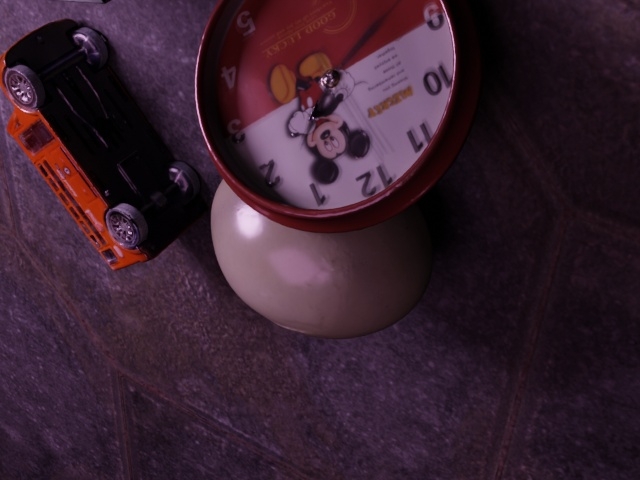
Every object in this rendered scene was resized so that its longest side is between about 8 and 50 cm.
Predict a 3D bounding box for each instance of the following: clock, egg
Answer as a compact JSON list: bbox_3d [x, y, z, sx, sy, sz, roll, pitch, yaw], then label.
[{"bbox_3d":[0.013,-0.165,1.053,0.318,0.080,0.319,-1,86,23],"label":"clock"},{"bbox_3d":[0.000,0.000,1.181,0.269,0.219,0.219,29,137,26],"label":"egg"}]

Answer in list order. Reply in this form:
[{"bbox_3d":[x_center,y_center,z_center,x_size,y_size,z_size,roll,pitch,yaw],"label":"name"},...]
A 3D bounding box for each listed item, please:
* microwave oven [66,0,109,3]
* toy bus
[{"bbox_3d":[-0.287,-0.428,1.104,0.237,0.181,0.295,11,129,31],"label":"microwave oven"},{"bbox_3d":[-0.310,-0.127,1.396,0.153,0.143,0.329,-20,109,47],"label":"toy bus"}]
